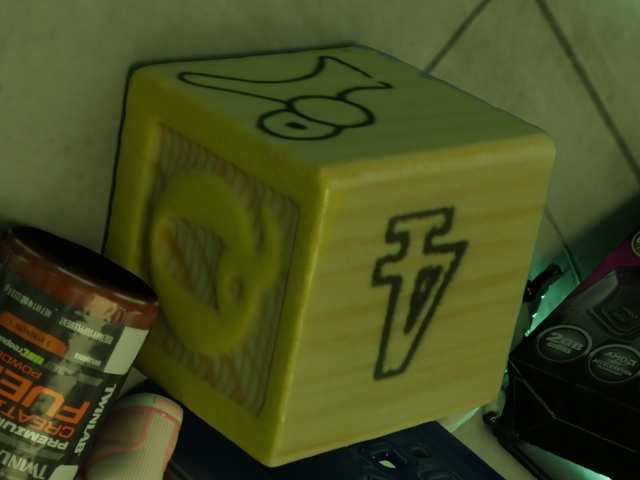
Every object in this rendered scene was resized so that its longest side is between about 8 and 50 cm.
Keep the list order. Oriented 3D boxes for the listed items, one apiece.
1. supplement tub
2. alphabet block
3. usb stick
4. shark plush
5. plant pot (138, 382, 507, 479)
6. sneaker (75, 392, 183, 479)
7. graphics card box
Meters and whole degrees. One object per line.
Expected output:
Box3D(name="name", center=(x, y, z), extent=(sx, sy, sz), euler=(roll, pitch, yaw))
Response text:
Box3D(name="supplement tub", center=(-0.180, 0.099, 1.069), extent=(0.106, 0.106, 0.198), euler=(20, 98, -49))
Box3D(name="alphabet block", center=(0.000, 0.000, 1.125), extent=(0.197, 0.192, 0.193), euler=(-10, 118, -40))
Box3D(name="usb stick", center=(0.228, 0.194, 1.576), extent=(0.077, 0.045, 0.278), euler=(-52, 138, -6))
Box3D(name="shark plush", center=(0.131, 0.080, 1.427), extent=(0.161, 0.073, 0.067), euler=(-64, 166, -16))
Box3D(name="plant pot", center=(-0.031, 0.225, 1.208), extent=(0.212, 0.236, 0.236), euler=(4, 111, -38))
Box3D(name="sneaker", center=(-0.137, 0.144, 1.120), extent=(0.051, 0.134, 0.070), euler=(28, 56, -28))
Box3D(name="graphics card box", center=(0.342, 0.058, 1.420), extent=(0.371, 0.233, 0.094), euler=(-40, 138, -34))
